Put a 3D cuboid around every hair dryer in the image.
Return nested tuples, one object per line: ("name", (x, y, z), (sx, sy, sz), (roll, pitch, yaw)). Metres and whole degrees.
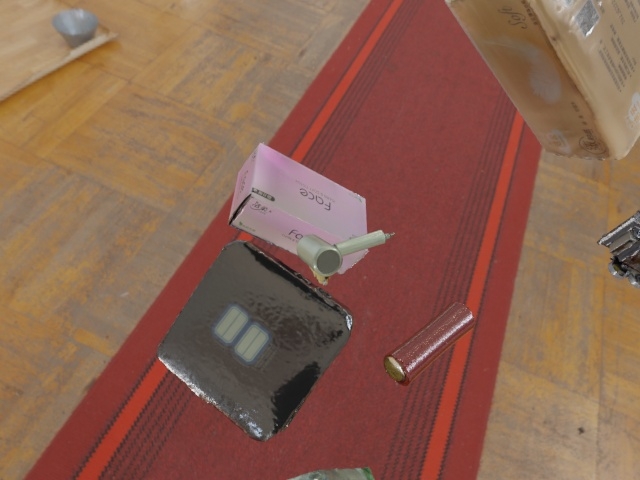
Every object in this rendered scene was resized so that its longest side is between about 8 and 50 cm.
("hair dryer", (0.037, 0.004, 0.601), (0.124, 0.038, 0.063), (-17, 22, -19))

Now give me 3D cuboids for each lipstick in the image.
("lipstick", (0.245, 0.225, 1.082), (0.241, 0.080, 0.080), (-29, 64, -29))

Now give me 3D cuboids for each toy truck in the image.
("toy truck", (0.535, 0.030, 0.749), (0.191, 0.083, 0.092), (26, 52, -3))

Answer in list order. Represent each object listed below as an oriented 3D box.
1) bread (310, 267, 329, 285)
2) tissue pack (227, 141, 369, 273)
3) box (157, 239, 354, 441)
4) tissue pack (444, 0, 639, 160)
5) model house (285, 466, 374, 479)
("bread", (0.000, 0.000, 1.359), (0.141, 0.266, 0.178), (26, 69, 3))
("tissue pack", (-0.035, -0.058, 0.901), (0.246, 0.092, 0.149), (24, 43, -24))
("box", (-0.146, 0.218, 1.085), (0.350, 0.091, 0.359), (35, 97, 5))
("tissue pack", (0.321, -0.292, 0.683), (0.305, 0.238, 0.239), (39, 46, -30))
("model house", (0.011, 0.590, 0.842), (0.193, 0.267, 0.325), (-25, 59, 19))
